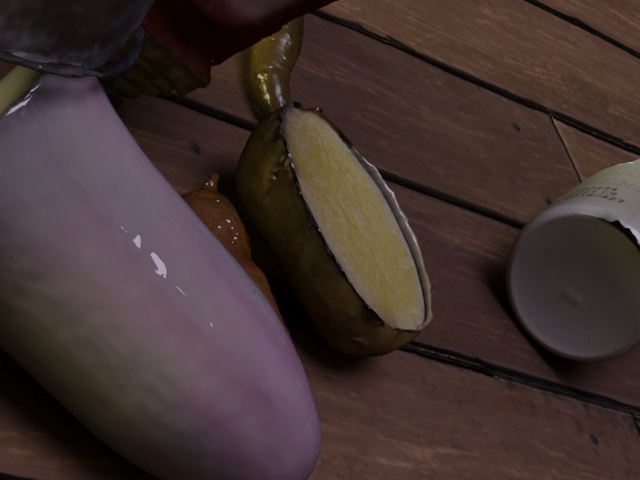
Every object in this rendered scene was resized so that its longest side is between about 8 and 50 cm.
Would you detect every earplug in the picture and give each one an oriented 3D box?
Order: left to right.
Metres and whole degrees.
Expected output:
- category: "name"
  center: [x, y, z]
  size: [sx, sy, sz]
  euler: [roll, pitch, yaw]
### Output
- category: "earplug"
  center: [-0.112, 0.045, 1.106]
  size: [0.301, 0.172, 0.172]
  euler: [48, 29, -14]

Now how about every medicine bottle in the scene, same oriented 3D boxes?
- category: "medicine bottle"
  center: [0.273, 0.007, 1.663]
  size: [0.143, 0.143, 0.258]
  euler: [52, 31, 5]

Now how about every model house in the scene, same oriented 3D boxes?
- category: "model house"
  center: [-0.125, -0.215, 1.299]
  size: [0.196, 0.254, 0.160]
  euler: [42, 34, -37]

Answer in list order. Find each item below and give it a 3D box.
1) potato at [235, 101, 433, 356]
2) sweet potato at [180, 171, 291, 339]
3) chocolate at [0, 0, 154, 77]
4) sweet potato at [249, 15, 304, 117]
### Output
- category: "potato"
  center: [0.000, 0.000, 1.376]
  size: [0.164, 0.081, 0.200]
  euler: [4, 55, -62]
- category: "sweet potato"
  center: [-0.069, 0.029, 1.251]
  size: [0.068, 0.068, 0.226]
  euler: [26, 24, -35]
- category: "chocolate"
  center: [-0.170, -0.260, 1.019]
  size: [0.303, 0.213, 0.303]
  euler: [32, 22, -15]
- category: "sweet potato"
  center: [-0.042, -0.185, 1.555]
  size: [0.069, 0.059, 0.249]
  euler: [3, 54, -26]
